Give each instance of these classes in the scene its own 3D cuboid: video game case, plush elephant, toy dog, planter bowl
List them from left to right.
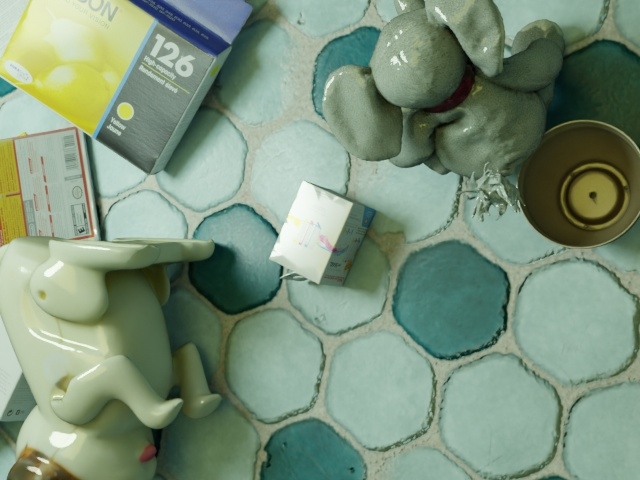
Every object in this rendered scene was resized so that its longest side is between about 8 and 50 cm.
[{"bbox_3d":[-0.518,-0.069,1.675,0.285,0.025,0.204,-10,78,-4],"label":"video game case"},{"bbox_3d":[-0.346,0.199,1.481,0.395,0.284,0.408,1,91,8],"label":"toy dog"},{"bbox_3d":[0.152,-0.203,1.263,0.271,0.255,0.330,-28,31,23],"label":"plush elephant"},{"bbox_3d":[0.343,-0.064,1.303,0.162,0.109,0.162,-3,83,23],"label":"planter bowl"}]

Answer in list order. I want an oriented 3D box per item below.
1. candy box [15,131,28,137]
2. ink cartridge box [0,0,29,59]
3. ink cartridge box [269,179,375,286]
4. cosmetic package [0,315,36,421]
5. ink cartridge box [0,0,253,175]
[{"bbox_3d":[-0.560,-0.090,1.717,0.206,0.027,0.105,-34,71,-9],"label":"candy box"},{"bbox_3d":[-0.442,-0.489,1.744,0.308,0.091,0.385,-30,56,19],"label":"ink cartridge box"},{"bbox_3d":[0.000,0.000,1.461,0.090,0.092,0.143,25,96,24],"label":"ink cartridge box"},{"bbox_3d":[-0.493,0.169,1.671,0.117,0.085,0.231,30,95,23],"label":"cosmetic package"},{"bbox_3d":[-0.308,-0.308,1.569,0.303,0.072,0.307,34,112,3],"label":"ink cartridge box"}]
